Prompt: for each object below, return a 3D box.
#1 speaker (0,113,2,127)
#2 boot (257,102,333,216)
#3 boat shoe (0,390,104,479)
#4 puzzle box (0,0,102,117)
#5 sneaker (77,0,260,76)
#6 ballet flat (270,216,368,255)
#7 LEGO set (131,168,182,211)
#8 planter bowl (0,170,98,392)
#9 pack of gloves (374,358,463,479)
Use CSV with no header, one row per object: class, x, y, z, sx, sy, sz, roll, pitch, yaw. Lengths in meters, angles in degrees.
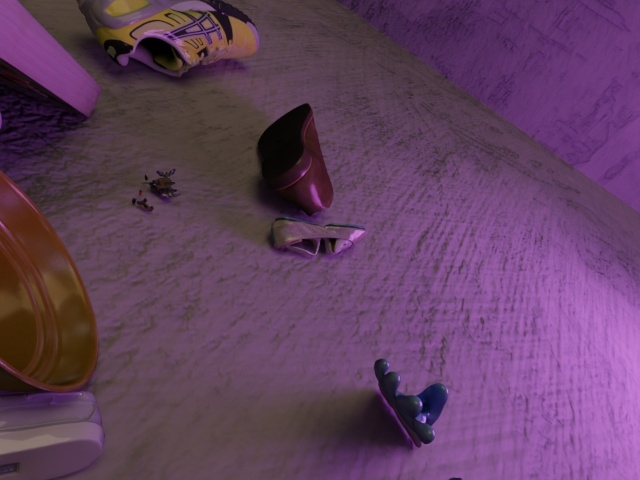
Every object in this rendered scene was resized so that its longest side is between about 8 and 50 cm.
speaker,-0.439,-0.131,0.479,0.055,0.055,0.136,39,38,6
boot,-0.039,-0.152,0.791,0.115,0.112,0.305,49,22,-33
boat shoe,-0.257,0.138,0.310,0.184,0.066,0.063,2,33,-32
puzzle box,-0.401,-0.233,0.423,0.272,0.052,0.409,22,0,-16
sneaker,-0.272,-0.393,0.860,0.385,0.145,0.147,-17,90,-49
ballet flat,0.000,0.000,0.673,0.168,0.057,0.052,5,73,-28
LEGO set,-0.225,-0.068,0.600,0.054,0.023,0.083,39,50,11
planter bowl,-0.277,0.040,0.341,0.090,0.217,0.217,-27,61,-9
pack of gloves,0.123,0.199,0.405,0.046,0.232,0.195,-33,64,-6
